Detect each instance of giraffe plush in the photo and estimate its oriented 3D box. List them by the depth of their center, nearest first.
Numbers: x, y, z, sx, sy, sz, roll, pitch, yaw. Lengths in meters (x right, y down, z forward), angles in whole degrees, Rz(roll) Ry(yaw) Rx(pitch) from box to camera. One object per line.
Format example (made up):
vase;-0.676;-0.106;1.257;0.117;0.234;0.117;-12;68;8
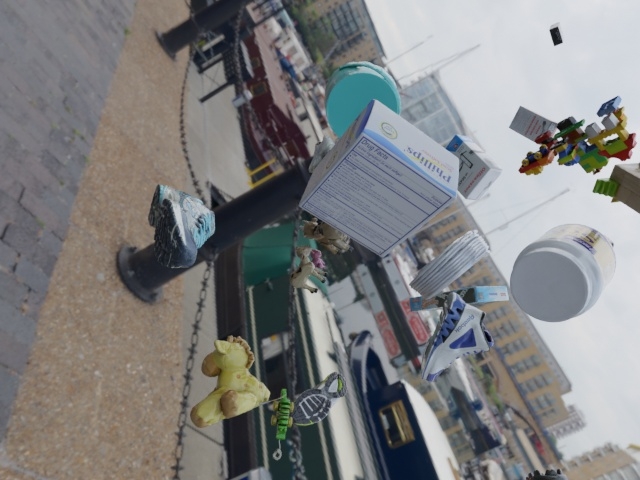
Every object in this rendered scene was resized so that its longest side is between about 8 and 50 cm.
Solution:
giraffe plush;-0.209;0.312;1.141;0.181;0.210;0.171;118;-47;-69

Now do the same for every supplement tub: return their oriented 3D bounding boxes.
supplement tub;0.716;0.092;1.472;0.331;0.241;0.241;-19;79;-50

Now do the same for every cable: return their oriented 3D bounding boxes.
cable;0.387;0.078;1.496;0.089;0.257;0.257;51;18;12

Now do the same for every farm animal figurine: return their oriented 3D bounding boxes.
farm animal figurine;0.000;0.000;1.794;0.172;0.326;0.331;32;55;-15

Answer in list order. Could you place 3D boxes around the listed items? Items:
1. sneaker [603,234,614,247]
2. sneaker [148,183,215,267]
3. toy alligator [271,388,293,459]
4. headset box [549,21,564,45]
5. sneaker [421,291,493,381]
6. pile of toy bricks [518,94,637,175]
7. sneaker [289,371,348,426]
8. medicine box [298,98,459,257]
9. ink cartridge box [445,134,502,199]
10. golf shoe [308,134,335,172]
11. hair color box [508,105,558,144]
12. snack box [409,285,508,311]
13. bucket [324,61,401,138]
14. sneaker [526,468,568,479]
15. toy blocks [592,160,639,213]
sneaker;1.085;0.045;1.939;0.051;0.134;0.070;30;15;-29
sneaker;-0.261;-0.035;0.986;0.122;0.110;0.283;10;23;-28
toy alligator;-0.107;0.512;1.390;0.051;0.056;0.190;126;-29;-63
headset box;0.839;-0.733;1.766;0.062;0.032;0.083;61;38;-19
sneaker;0.451;0.339;1.612;0.182;0.316;0.127;20;21;6
pile of toy bricks;0.479;-0.163;0.900;0.105;0.118;0.212;46;-27;-8
sneaker;-0.019;0.566;1.723;0.299;0.121;0.111;-13;63;-54
medicine box;0.139;-0.138;1.203;0.263;0.289;0.149;31;46;-14
ink cartridge box;0.541;-0.269;1.832;0.085;0.148;0.203;0;44;-41
golf shoe;0.005;-0.295;1.704;0.176;0.069;0.086;-37;-112;56
hair color box;0.795;-0.428;1.855;0.053;0.093;0.167;6;30;-28
snack box;0.517;0.223;1.886;0.187;0.321;0.060;3;76;-36
bucket;0.142;-0.467;1.707;0.281;0.281;0.183;58;16;-22
sneaker;0.519;0.631;1.140;0.135;0.097;0.276;-84;170;-50
toy blocks;1.097;-0.144;1.526;0.261;0.381;0.191;-116;-156;-53
